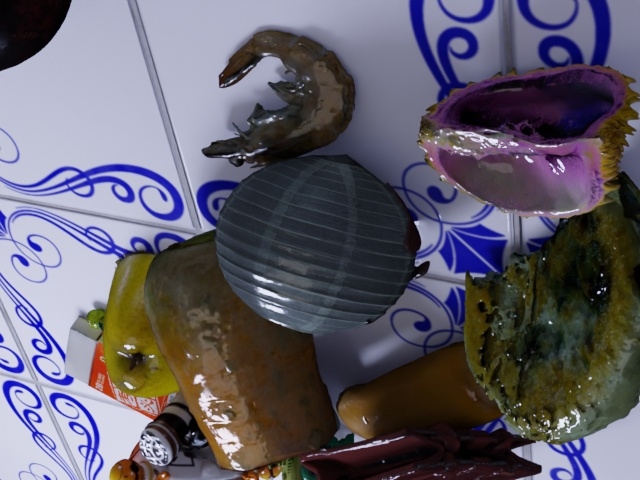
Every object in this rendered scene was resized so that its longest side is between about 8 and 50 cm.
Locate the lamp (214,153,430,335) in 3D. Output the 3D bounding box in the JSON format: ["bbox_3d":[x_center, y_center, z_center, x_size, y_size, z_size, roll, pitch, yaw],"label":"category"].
[{"bbox_3d":[0.000,0.000,1.430,0.265,0.233,0.233,21,138,21],"label":"lamp"}]

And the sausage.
[{"bbox_3d":[0.144,0.241,1.662,0.134,0.116,0.354,22,149,-27],"label":"sausage"}]

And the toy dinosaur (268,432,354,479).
[{"bbox_3d":[-0.026,0.389,1.828,0.153,0.259,0.094,13,146,-19],"label":"toy dinosaur"}]

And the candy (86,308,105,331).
[{"bbox_3d":[-0.373,0.144,1.902,0.123,0.035,0.035,-150,48,-68],"label":"candy"}]

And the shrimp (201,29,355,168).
[{"bbox_3d":[-0.067,-0.178,1.429,0.253,0.058,0.173,-11,115,35],"label":"shrimp"}]

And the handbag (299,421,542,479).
[{"bbox_3d":[0.139,0.327,1.602,0.260,0.084,0.275,10,155,-35],"label":"handbag"}]

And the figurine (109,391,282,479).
[{"bbox_3d":[-0.226,0.389,1.967,0.320,0.196,0.323,3,134,-29],"label":"figurine"}]

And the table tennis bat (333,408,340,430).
[{"bbox_3d":[-0.049,0.212,1.779,0.244,0.040,0.153,56,159,-14],"label":"table tennis bat"}]

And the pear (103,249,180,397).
[{"bbox_3d":[-0.273,0.166,1.798,0.267,0.178,0.267,21,139,19],"label":"pear"}]

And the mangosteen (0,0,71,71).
[{"bbox_3d":[-0.422,-0.324,1.408,0.235,0.235,0.261,38,-178,-7],"label":"mangosteen"}]

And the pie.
[{"bbox_3d":[0.284,0.091,1.332,0.078,0.296,0.371,4,145,-24],"label":"pie"}]

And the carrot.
[{"bbox_3d":[-0.116,0.153,1.612,0.224,0.224,0.340,-10,102,38],"label":"carrot"}]

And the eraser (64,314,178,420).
[{"bbox_3d":[-0.352,0.239,2.019,0.230,0.038,0.157,27,139,5],"label":"eraser"}]

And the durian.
[{"bbox_3d":[0.238,-0.100,1.228,0.261,0.154,0.186,23,136,39],"label":"durian"}]
